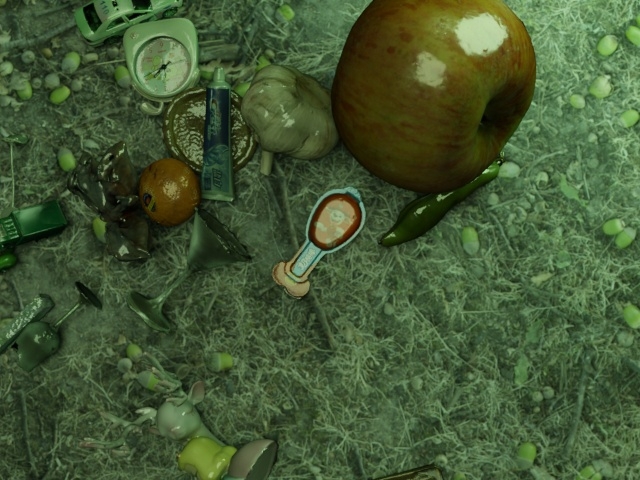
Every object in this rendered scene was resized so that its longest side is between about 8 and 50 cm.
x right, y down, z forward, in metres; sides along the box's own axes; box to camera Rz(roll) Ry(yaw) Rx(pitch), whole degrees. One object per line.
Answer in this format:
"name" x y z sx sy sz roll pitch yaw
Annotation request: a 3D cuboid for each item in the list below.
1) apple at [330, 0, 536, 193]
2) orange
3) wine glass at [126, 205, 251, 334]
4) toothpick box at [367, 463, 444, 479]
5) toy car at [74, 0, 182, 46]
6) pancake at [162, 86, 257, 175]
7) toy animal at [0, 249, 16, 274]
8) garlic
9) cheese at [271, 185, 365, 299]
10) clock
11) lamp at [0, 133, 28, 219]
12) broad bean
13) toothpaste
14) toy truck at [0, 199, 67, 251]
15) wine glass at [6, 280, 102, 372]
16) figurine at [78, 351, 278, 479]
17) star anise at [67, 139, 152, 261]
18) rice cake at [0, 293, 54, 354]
"apple" 0.195 -0.286 1.603 0.333 0.400 0.400 37 89 30
"orange" -0.297 -0.099 1.739 0.117 0.135 0.135 -35 84 -33
"wine glass" -0.265 0.065 1.721 0.156 0.156 0.232 45 95 5
"toothpick box" 0.162 0.548 1.578 0.187 0.308 0.190 -13 87 2
"toy car" -0.396 -0.482 1.795 0.224 0.076 0.090 -25 84 2
"pancake" -0.222 -0.222 1.771 0.199 0.021 0.199 -1 102 -5
"toy animal" -0.709 -0.017 1.769 0.103 0.100 0.208 -35 99 -38
"garlic" -0.075 -0.222 1.723 0.218 0.218 0.212 43 123 5
"cheese" 0.000 0.000 1.758 0.106 0.037 0.256 36 88 6
"clock" -0.318 -0.353 1.788 0.151 0.062 0.191 -8 86 2
"lamp" -0.634 -0.121 1.811 0.050 0.056 0.198 3 97 2
"broad bean" 0.250 -0.082 1.731 0.325 0.075 0.067 -33 84 1
"toothpaste" -0.205 -0.210 1.743 0.069 0.047 0.268 -3 107 -20
"toy truck" -0.595 -0.025 1.749 0.147 0.079 0.065 -20 83 -38
"wine glass" -0.536 0.175 1.757 0.195 0.079 0.079 -43 85 -2
"figurine" -0.249 0.356 1.642 0.315 0.284 0.206 28 86 16
"star anise" -0.408 -0.067 1.708 0.110 0.198 0.258 -17 86 -33
"rice cake" -0.632 0.188 1.779 0.211 0.043 0.034 -42 78 0
